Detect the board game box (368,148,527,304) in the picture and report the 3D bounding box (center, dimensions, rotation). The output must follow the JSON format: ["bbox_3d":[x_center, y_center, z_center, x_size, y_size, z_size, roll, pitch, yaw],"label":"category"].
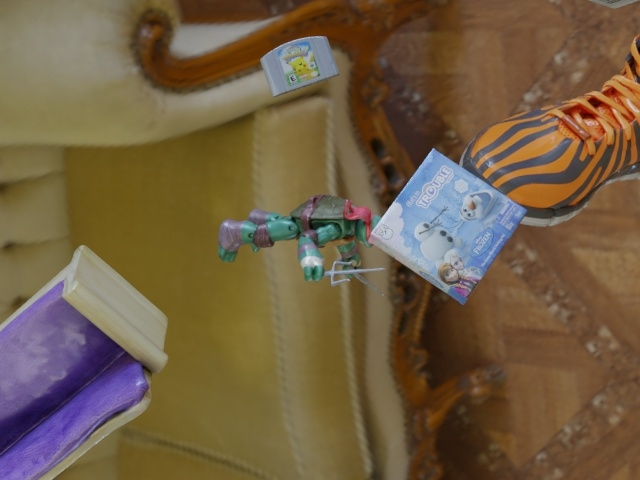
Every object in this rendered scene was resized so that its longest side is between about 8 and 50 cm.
[{"bbox_3d":[0.099,-0.011,1.077,0.090,0.090,0.020,33,161,8],"label":"board game box"}]

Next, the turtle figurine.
[{"bbox_3d":[0.000,0.000,1.722,0.234,0.175,0.118,5,86,28],"label":"turtle figurine"}]

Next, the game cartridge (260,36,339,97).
[{"bbox_3d":[-0.025,-0.206,1.625,0.017,0.083,0.056,89,161,-84],"label":"game cartridge"}]

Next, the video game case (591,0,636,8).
[{"bbox_3d":[0.296,-0.314,1.528,0.227,0.206,0.026,177,106,-72],"label":"video game case"}]

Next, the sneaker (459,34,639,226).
[{"bbox_3d":[0.272,-0.130,1.311,0.124,0.321,0.180,50,137,19],"label":"sneaker"}]

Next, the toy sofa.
[{"bbox_3d":[-0.357,0.190,1.645,0.362,0.177,0.150,-39,112,18],"label":"toy sofa"}]
